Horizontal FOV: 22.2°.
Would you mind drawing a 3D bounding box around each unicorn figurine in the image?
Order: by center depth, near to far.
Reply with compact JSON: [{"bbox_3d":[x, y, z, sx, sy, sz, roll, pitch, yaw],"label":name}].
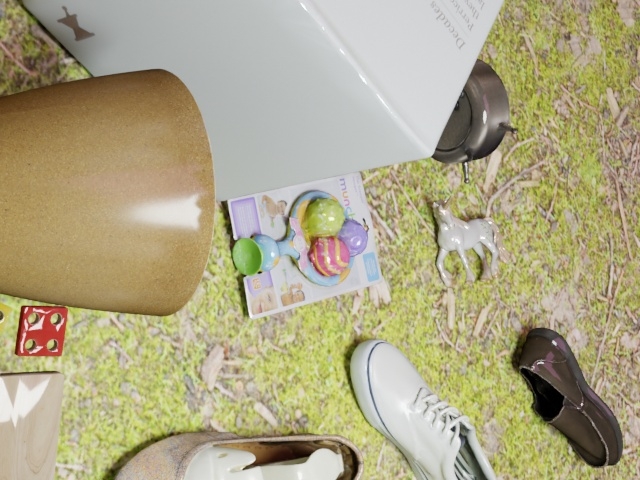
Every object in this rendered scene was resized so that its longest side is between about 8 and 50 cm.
[{"bbox_3d":[0.179,0.000,2.046,0.162,0.060,0.111,-7,86,-62],"label":"unicorn figurine"}]

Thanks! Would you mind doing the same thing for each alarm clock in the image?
[{"bbox_3d":[0.155,-0.175,2.009,0.064,0.129,0.192,-10,61,-44],"label":"alarm clock"}]

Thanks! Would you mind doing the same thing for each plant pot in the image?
[{"bbox_3d":[-0.261,-0.041,1.495,0.254,0.237,0.237,-2,84,-33],"label":"plant pot"}]

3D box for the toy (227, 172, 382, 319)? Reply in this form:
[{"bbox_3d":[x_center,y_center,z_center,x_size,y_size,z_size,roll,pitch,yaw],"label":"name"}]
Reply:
[{"bbox_3d":[0.000,0.000,1.855,0.237,0.056,0.137,-14,93,-46],"label":"toy"}]

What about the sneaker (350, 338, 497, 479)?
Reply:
[{"bbox_3d":[0.132,0.214,1.922,0.258,0.091,0.094,54,49,-24],"label":"sneaker"}]

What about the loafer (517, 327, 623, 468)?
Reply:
[{"bbox_3d":[0.315,0.219,2.131,0.078,0.080,0.220,-43,108,-31],"label":"loafer"}]

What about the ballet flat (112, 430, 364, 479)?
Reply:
[{"bbox_3d":[-0.075,0.243,1.693,0.316,0.106,0.107,-7,88,-46],"label":"ballet flat"}]

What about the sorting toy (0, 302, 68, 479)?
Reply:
[{"bbox_3d":[-0.307,0.173,1.486,0.132,0.046,0.274,0,102,-38],"label":"sorting toy"}]

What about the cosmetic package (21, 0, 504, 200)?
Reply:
[{"bbox_3d":[-0.026,-0.307,1.692,0.327,0.329,0.393,47,53,-30],"label":"cosmetic package"}]
